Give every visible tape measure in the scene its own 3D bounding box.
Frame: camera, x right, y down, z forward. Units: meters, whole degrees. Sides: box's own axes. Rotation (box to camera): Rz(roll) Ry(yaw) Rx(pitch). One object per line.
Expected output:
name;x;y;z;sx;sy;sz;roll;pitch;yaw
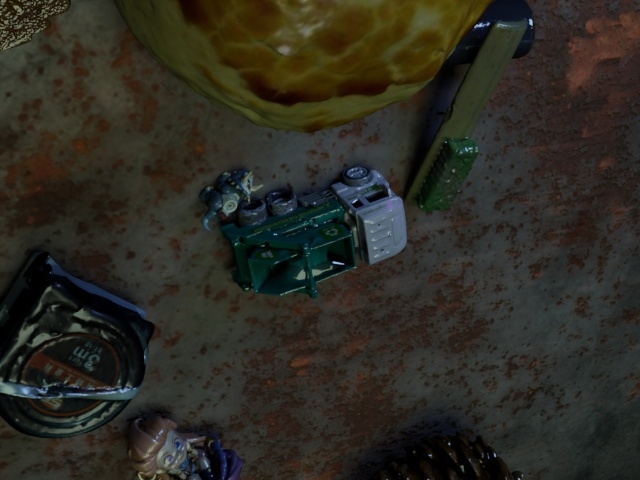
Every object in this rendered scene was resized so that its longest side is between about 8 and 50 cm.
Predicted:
tape measure;-0.290;0.128;0.991;0.181;0.107;0.182;-49;129;3

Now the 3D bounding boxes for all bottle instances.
bottle;0.126;-0.230;1.006;0.244;0.072;0.082;-9;82;-22

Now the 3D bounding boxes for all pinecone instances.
pinecone;0.193;0.409;1.354;0.273;0.224;0.224;-11;124;-13

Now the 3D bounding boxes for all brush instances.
brush;0.174;-0.138;1.056;0.054;0.048;0.282;-9;141;-29

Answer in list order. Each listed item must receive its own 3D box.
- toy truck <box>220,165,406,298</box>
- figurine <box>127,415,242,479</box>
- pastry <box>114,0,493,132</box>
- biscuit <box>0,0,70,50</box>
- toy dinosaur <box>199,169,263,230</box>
toy truck;0.000;0.000;1.055;0.216;0.116;0.110;-20;126;-16
figurine;-0.192;0.295;1.158;0.157;0.114;0.126;32;64;-11
pastry;-0.001;-0.281;0.750;0.389;0.312;0.388;-12;122;-20
biscuit;-0.284;-0.220;0.834;0.082;0.016;0.092;19;110;-40
toy dinosaur;-0.107;-0.049;1.013;0.083;0.047;0.030;-41;131;-1
